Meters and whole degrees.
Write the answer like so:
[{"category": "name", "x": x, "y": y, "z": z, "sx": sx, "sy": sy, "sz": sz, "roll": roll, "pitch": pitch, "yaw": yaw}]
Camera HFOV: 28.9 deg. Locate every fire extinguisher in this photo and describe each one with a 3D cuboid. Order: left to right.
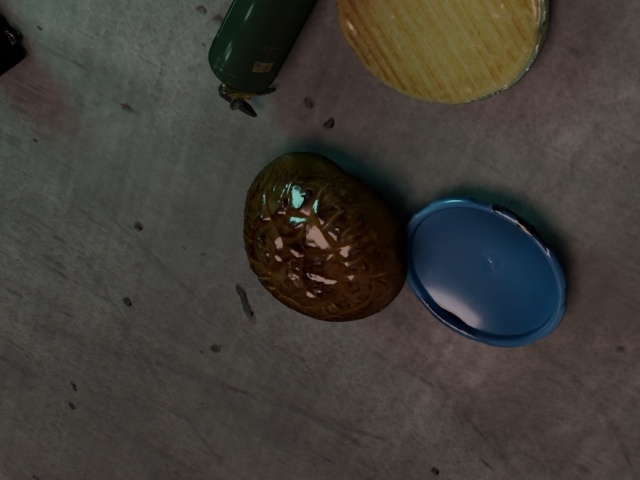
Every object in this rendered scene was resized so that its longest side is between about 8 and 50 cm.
[{"category": "fire extinguisher", "x": -0.064, "y": -0.276, "z": 1.570, "sx": 0.114, "sy": 0.095, "sz": 0.311, "roll": 7, "pitch": 137, "yaw": -29}]

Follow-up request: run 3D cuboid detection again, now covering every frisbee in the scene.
[{"category": "frisbee", "x": 0.220, "y": 0.039, "z": 1.662, "sx": 0.242, "sy": 0.045, "sz": 0.242, "roll": 21, "pitch": 133, "yaw": 23}]

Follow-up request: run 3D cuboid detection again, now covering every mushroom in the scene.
[{"category": "mushroom", "x": 0.000, "y": 0.000, "z": 1.687, "sx": 0.253, "sy": 0.153, "sz": 0.253, "roll": 23, "pitch": 131, "yaw": 29}]

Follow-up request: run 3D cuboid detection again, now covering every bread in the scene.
[{"category": "bread", "x": 0.145, "y": -0.281, "z": 1.484, "sx": 0.267, "sy": 0.040, "sz": 0.267, "roll": 14, "pitch": 128, "yaw": 19}]

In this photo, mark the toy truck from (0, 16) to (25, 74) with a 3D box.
[{"category": "toy truck", "x": -0.541, "y": -0.343, "z": 1.785, "sx": 0.121, "sy": 0.088, "sz": 0.259, "roll": -18, "pitch": 110, "yaw": 35}]
